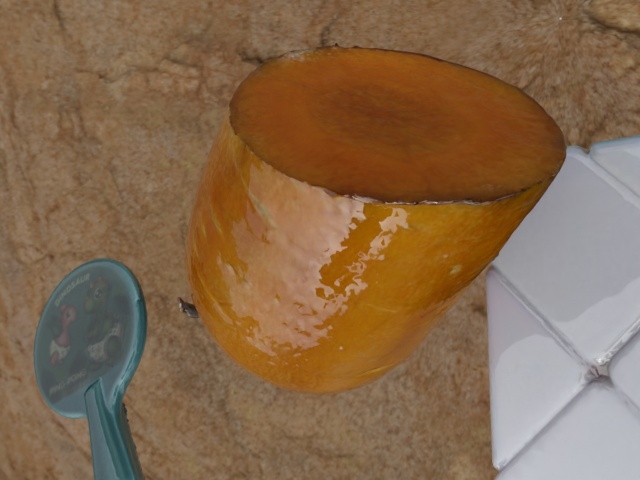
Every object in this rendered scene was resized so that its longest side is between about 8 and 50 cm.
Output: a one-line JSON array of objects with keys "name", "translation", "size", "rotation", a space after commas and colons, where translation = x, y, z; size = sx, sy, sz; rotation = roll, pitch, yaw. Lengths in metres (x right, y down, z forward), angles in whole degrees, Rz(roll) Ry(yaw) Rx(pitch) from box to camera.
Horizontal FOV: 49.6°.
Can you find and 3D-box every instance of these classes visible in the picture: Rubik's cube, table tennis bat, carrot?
[{"name": "Rubik's cube", "translation": [0.334, 0.091, 0.515], "size": [0.321, 0.315, 0.319], "rotation": [-6, 82, 42]}, {"name": "table tennis bat", "translation": [-0.171, 0.104, 0.534], "size": [0.124, 0.033, 0.201], "rotation": [-38, 54, 19]}, {"name": "carrot", "translation": [0.000, 0.000, 0.496], "size": [0.214, 0.193, 0.331], "rotation": [44, 144, 18]}]
